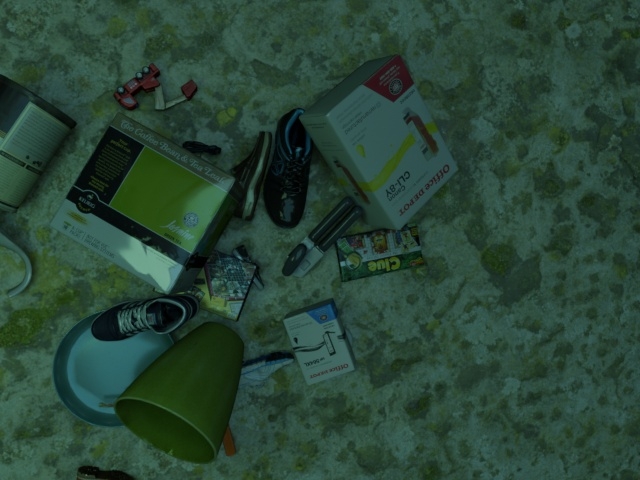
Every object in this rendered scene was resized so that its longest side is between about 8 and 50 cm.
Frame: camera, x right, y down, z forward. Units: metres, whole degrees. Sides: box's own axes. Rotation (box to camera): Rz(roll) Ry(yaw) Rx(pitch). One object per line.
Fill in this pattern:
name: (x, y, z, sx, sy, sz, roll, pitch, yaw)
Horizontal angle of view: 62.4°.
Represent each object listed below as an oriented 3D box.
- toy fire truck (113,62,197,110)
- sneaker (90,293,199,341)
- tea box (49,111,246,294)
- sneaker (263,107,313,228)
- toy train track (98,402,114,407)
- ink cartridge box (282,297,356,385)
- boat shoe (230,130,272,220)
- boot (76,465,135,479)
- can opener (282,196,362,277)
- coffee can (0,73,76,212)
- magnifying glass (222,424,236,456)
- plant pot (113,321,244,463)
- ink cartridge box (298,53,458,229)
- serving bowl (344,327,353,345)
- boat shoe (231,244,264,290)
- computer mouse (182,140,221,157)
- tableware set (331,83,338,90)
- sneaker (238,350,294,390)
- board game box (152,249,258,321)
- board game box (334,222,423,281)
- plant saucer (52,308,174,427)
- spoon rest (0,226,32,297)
toy fire truck: (-0.449, -0.405, 1.450, 0.192, 0.047, 0.135, -43, 99, -9)
sneaker: (-0.457, 0.199, 1.338, 0.282, 0.153, 0.099, -14, 92, -5)
tea box: (-0.414, -0.085, 1.332, 0.329, 0.220, 0.323, 31, 88, 1)
sneaker: (-0.088, -0.203, 1.478, 0.125, 0.140, 0.340, 3, 89, -13)
toy train track: (-0.541, 0.434, 1.399, 0.083, 0.014, 0.048, 2, 97, -6)
ink cartridge box: (-0.001, 0.287, 1.503, 0.148, 0.086, 0.203, -20, 93, 6)
boat shoe: (-0.206, -0.189, 1.479, 0.095, 0.095, 0.257, 15, 87, -6)
boot: (-0.574, 0.662, 1.413, 0.158, 0.059, 0.084, 13, 90, -3)
can opener: (0.000, 0.000, 1.487, 0.076, 0.095, 0.283, 43, 106, -3)
coffee can: (-0.769, -0.235, 1.301, 0.202, 0.201, 0.275, 32, 83, -10)
magnifying glass: (-0.281, 0.494, 1.492, 0.092, 0.026, 0.230, -15, 91, -12)
plant pot: (-0.318, 0.360, 1.349, 0.275, 0.275, 0.293, 37, 47, -9)
ink cartridge box: (0.171, -0.262, 1.452, 0.279, 0.160, 0.384, -44, 117, -17)
serving bowl: (0.059, 0.298, 1.562, 0.083, 0.027, 0.083, 0, 90, -11)
boat shoe: (-0.197, 0.076, 1.500, 0.040, 0.049, 0.142, -35, 94, -11)
computer mouse: (-0.349, -0.182, 1.472, 0.106, 0.042, 0.192, 14, 87, -13)
tableware set: (0.081, -0.358, 1.569, 0.194, 0.039, 0.128, 37, 94, -4)
sneaker: (-0.162, 0.373, 1.501, 0.191, 0.071, 0.082, -16, 99, -3)
board game box: (-0.313, 0.104, 1.451, 0.243, 0.042, 0.165, 21, 86, 1)
board game box: (0.177, 0.034, 1.590, 0.260, 0.030, 0.136, -12, 94, -12)
plant saucer: (-0.546, 0.340, 1.426, 0.318, 0.044, 0.317, 0, 89, -12)
spoon rest: (-0.809, 0.004, 1.341, 0.084, 0.137, 0.276, -25, 110, -25)
